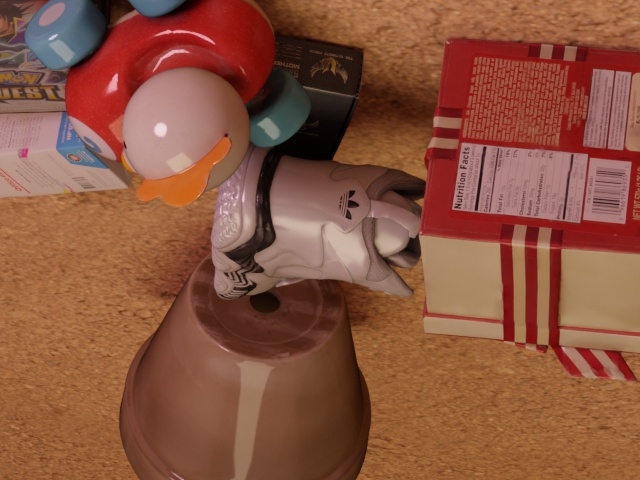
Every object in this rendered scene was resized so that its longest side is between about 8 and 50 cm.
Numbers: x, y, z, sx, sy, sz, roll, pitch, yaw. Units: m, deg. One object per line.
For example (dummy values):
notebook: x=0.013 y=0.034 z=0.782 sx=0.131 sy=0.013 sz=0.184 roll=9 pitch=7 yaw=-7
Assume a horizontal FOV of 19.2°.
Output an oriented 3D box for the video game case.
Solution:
video game case: x=-0.344 y=-0.191 z=1.852 sx=0.275 sy=0.035 sz=0.248 roll=-1 pitch=157 yaw=-7

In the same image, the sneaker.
sneaker: x=0.000 y=0.000 z=1.977 sx=0.210 sy=0.137 sz=0.366 roll=11 pitch=168 yaw=2

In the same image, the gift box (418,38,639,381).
gift box: x=0.237 y=-0.023 z=1.851 sx=0.276 sy=0.255 sz=0.258 roll=10 pitch=155 yaw=9

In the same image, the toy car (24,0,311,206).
toy car: x=-0.138 y=-0.106 z=1.696 sx=0.210 sy=0.238 sz=0.219 roll=-27 pitch=125 yaw=19

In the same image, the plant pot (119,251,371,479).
plant pot: x=-0.083 y=0.152 z=2.344 sx=0.323 sy=0.323 sz=0.280 roll=8 pitch=139 yaw=-2

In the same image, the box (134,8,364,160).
box: x=-0.087 y=-0.147 z=1.904 sx=0.233 sy=0.059 sz=0.183 roll=10 pitch=156 yaw=-8

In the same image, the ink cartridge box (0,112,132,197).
ink cartridge box: x=-0.307 y=-0.098 z=2.079 sx=0.181 sy=0.061 sz=0.104 roll=-4 pitch=154 yaw=23
